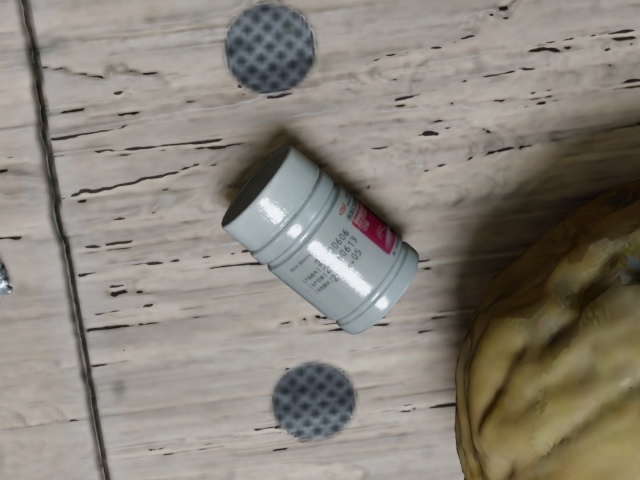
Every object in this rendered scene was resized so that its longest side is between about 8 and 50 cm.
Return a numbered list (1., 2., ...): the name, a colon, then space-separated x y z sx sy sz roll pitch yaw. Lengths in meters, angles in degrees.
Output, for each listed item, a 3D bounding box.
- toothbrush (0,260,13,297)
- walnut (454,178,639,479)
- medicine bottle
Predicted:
1. toothbrush: -0.246 -0.119 0.643 0.029 0.024 0.354 -26 106 -3
2. walnut: 0.179 0.064 0.641 0.245 0.198 0.198 -26 106 -2
3. medicine bottle: 0.000 0.000 0.678 0.091 0.058 0.058 40 99 -14
